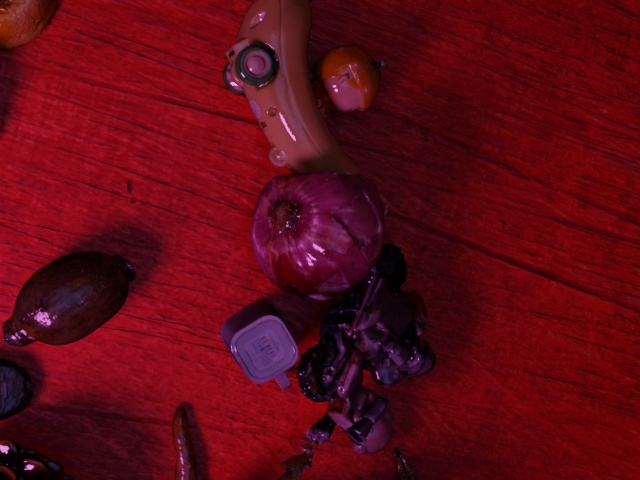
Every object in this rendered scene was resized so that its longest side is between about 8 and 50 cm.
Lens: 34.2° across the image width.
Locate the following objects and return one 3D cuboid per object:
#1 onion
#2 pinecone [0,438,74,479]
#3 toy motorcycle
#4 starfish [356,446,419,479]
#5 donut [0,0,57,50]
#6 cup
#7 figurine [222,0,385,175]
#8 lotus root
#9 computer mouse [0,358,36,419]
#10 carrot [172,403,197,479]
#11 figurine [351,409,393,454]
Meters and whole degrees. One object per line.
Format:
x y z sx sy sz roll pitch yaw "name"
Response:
-0.007 -0.003 1.535 0.207 0.200 0.200 6 86 13 "onion"
-0.440 0.411 1.384 0.246 0.292 0.246 2 126 2 "pinecone"
0.057 0.203 1.560 0.207 0.134 0.401 48 58 -25 "toy motorcycle"
0.144 0.449 1.632 0.240 0.043 0.227 -33 83 -30 "starfish"
-0.482 -0.359 1.505 0.181 0.078 0.146 43 77 -7 "donut"
-0.083 0.166 1.556 0.095 0.129 0.128 -30 98 -6 "cup"
-0.012 -0.233 1.594 0.222 0.124 0.324 -29 98 -16 "figurine"
-0.365 0.086 1.498 0.209 0.120 0.120 -32 95 -13 "lotus root"
-0.499 0.217 1.492 0.172 0.057 0.099 -2 86 -25 "computer mouse"
-0.204 0.330 1.568 0.036 0.036 0.165 -3 86 -14 "carrot"
0.080 0.294 1.619 0.083 0.071 0.067 -34 138 -5 "figurine"
